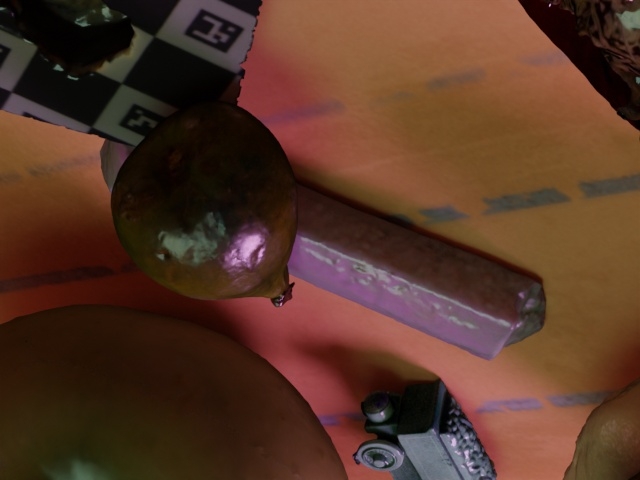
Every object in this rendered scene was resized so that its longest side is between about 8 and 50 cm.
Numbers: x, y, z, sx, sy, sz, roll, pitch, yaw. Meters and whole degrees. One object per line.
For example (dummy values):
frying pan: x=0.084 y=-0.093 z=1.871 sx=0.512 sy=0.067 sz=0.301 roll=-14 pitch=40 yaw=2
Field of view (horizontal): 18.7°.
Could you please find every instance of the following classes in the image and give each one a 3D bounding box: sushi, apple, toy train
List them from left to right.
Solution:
sushi: x=-0.190 y=-0.207 z=1.299 sx=0.320 sy=0.069 sz=0.339 roll=14 pitch=146 yaw=-3
apple: x=-0.189 y=0.278 z=1.619 sx=0.473 sy=0.474 sz=0.474 roll=16 pitch=145 yaw=11
toy train: x=0.093 y=0.186 z=1.655 sx=0.099 sy=0.070 sz=0.172 roll=-7 pitch=137 yaw=23

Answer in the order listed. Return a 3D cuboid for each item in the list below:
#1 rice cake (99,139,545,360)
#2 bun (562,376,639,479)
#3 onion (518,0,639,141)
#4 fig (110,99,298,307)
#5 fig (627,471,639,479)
rice cake: x=0.000 y=0.000 z=1.466 sx=0.365 sy=0.056 sz=0.073 roll=24 pitch=148 yaw=1
bun: x=0.288 y=0.190 z=1.471 sx=0.229 sy=0.145 sz=0.229 roll=3 pitch=123 yaw=4
onion: x=0.209 y=-0.176 z=0.967 sx=0.314 sy=0.232 sz=0.314 roll=39 pitch=154 yaw=23
fig: x=-0.055 y=-0.008 z=1.364 sx=0.185 sy=0.133 sz=0.126 roll=41 pitch=167 yaw=-26
fig: x=0.266 y=0.166 z=1.326 sx=0.151 sy=0.259 sz=0.151 roll=14 pitch=-172 yaw=-2
